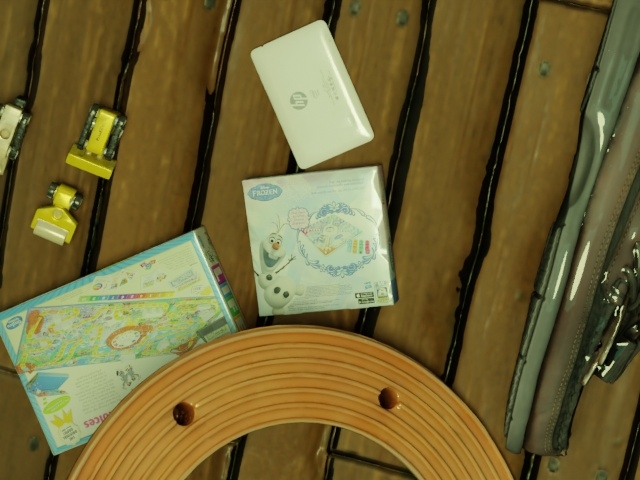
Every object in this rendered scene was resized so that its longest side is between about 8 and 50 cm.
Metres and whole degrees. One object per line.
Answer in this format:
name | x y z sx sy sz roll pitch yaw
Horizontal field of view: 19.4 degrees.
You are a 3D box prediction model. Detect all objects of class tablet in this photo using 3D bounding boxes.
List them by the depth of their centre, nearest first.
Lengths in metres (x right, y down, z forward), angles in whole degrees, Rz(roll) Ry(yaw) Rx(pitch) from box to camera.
tablet | -0.005 -0.093 1.191 0.054 0.006 0.083 -23 93 15

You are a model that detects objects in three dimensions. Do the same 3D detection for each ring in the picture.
ring | -0.014 0.219 1.129 0.337 0.032 0.336 4 82 -26

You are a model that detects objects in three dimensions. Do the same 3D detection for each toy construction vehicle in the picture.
toy construction vehicle | -0.178 -0.053 1.225 0.086 0.035 0.098 20 105 -2

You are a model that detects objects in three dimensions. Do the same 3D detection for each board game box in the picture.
board game box | 0.000 0.000 1.196 0.090 0.020 0.090 -5 98 14
board game box | -0.127 0.067 1.232 0.154 0.026 0.103 -22 93 15

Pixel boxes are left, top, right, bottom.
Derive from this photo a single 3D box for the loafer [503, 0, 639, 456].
loafer | 0.185 -0.006 1.113 0.095 0.109 0.302 15 99 6
